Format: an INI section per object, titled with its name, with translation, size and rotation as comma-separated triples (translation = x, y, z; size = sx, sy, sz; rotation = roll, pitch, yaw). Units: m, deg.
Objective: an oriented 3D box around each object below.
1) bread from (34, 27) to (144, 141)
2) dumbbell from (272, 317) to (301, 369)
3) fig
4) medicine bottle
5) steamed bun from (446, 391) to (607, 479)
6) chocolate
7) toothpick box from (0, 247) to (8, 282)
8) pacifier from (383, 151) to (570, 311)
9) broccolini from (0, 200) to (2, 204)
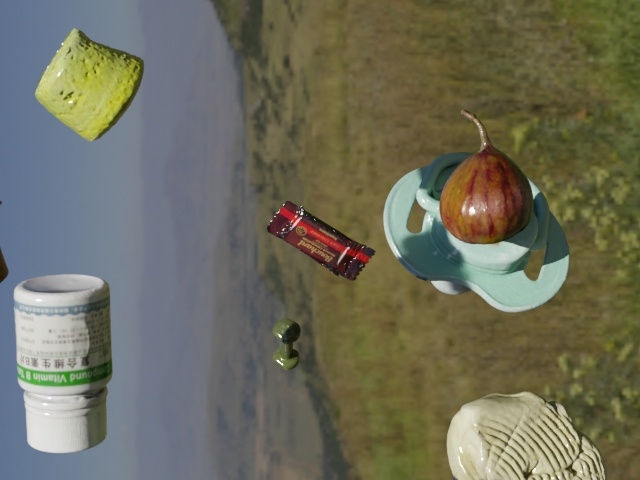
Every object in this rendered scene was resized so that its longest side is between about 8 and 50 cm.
[bread]
translation = -0.296, -0.197, 1.448
size = 0.129, 0.114, 0.111
rotation = -52, 21, 18
[dumbbell]
translation = -0.062, 0.192, 2.073
size = 0.046, 0.052, 0.118
rotation = -49, -21, -30
[fig]
translation = 0.272, -0.079, 1.798
size = 0.202, 0.148, 0.149
rotation = -65, -31, -17
[medicine bottle]
translation = -0.369, 0.175, 1.622
size = 0.139, 0.139, 0.236
rotation = -118, 29, -77
[steamed bun]
translation = 0.361, 0.428, 2.090
size = 0.203, 0.289, 0.276
rotation = 137, 142, -65
[chocolate]
translation = 0.000, 0.000, 1.919
size = 0.086, 0.182, 0.028
rotation = -56, 7, 34
[toothpick box]
translation = -0.652, -0.071, 1.819
size = 0.204, 0.204, 0.333
rotation = -108, 4, -71
[pacifier]
translation = 0.269, 0.002, 2.028
size = 0.269, 0.343, 0.288
rotation = 120, 174, -61
[broccolini]
translation = -0.605, -0.039, 2.048
size = 0.201, 0.074, 0.058
rotation = -101, 22, -82
